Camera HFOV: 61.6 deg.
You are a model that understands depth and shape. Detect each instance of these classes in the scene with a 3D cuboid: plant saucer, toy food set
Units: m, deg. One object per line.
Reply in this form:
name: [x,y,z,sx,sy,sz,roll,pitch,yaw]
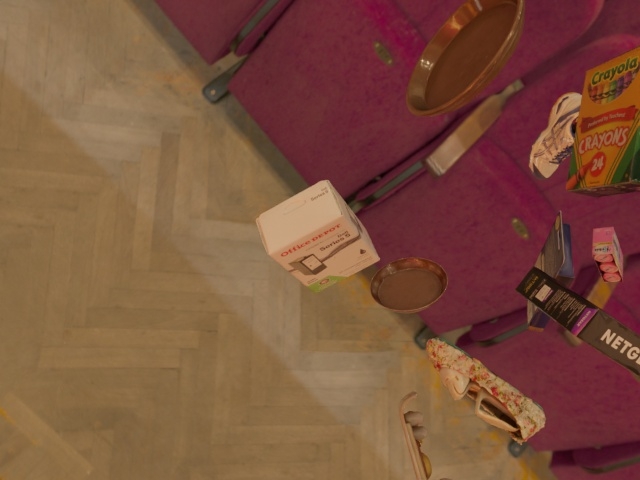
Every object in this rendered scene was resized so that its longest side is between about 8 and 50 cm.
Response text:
plant saucer: [0.265,-0.342,0.989,0.041,0.278,0.277,30,69,-23]
toy food set: [0.279,0.550,1.399,0.093,0.219,0.305,-15,75,3]
plant saucer: [0.192,0.101,1.168,0.168,0.168,0.029,-37,129,-26]

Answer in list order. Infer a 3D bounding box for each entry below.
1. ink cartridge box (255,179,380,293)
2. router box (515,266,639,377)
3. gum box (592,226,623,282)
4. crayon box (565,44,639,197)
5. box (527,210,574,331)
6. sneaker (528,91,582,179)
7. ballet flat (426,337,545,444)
ink cartridge box: [0.000,0.000,1.312,0.199,0.273,0.114,-28,57,11]
router box: [0.358,0.113,0.694,0.179,0.133,0.046,30,100,-19]
gum box: [0.967,0.053,1.804,0.188,0.062,0.107,45,51,-39]
crayon box: [0.606,-0.254,1.070,0.081,0.202,0.318,11,89,-8]
box: [0.455,0.063,1.060,0.037,0.225,0.136,10,50,10]
sneaker: [0.764,-0.310,1.699,0.112,0.131,0.296,-6,128,-22]
ballet flat: [0.281,0.265,0.950,0.241,0.091,0.077,33,59,18]
